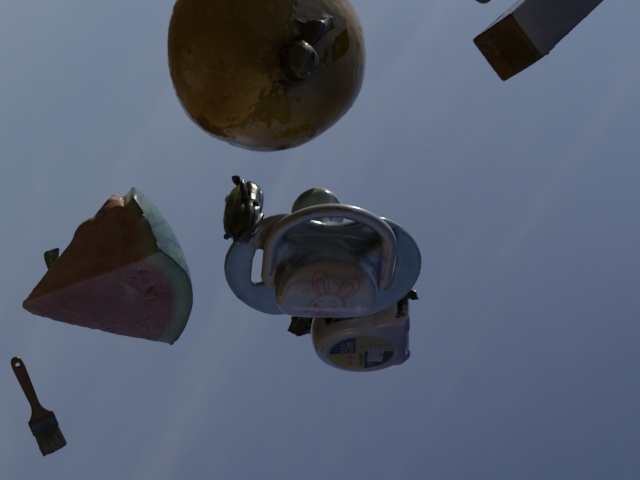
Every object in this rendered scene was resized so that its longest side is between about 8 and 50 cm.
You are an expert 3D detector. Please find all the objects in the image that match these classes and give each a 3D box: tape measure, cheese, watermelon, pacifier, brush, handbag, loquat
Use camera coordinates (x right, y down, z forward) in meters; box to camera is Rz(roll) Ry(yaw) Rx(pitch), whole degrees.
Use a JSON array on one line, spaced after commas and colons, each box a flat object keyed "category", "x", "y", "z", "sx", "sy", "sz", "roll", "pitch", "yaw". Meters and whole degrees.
[{"category": "tape measure", "x": 0.072, "y": 0.149, "z": 1.940, "sx": 0.196, "sy": 0.178, "sz": 0.105, "roll": 94, "pitch": -4, "yaw": -56}, {"category": "cheese", "x": -0.531, "y": 0.078, "z": 2.230, "sx": 0.067, "sy": 0.026, "sz": 0.120, "roll": -14, "pitch": -97, "yaw": 44}, {"category": "watermelon", "x": -0.342, "y": 0.072, "z": 1.977, "sx": 0.292, "sy": 0.250, "sz": 0.283, "roll": -55, "pitch": 178, "yaw": -19}, {"category": "pacifier", "x": 0.000, "y": 0.000, "z": 1.641, "sx": 0.225, "sy": 0.287, "sz": 0.238, "roll": -101, "pitch": -168, "yaw": -48}, {"category": "brush", "x": -0.445, "y": 0.256, "z": 1.739, "sx": 0.014, "sy": 0.043, "sz": 0.169, "roll": 18, "pitch": -51, "yaw": 65}, {"category": "handbag", "x": -0.094, "y": -0.033, "z": 1.354, "sx": 0.111, "sy": 0.047, "sz": 0.072, "roll": -90, "pitch": -163, "yaw": -56}, {"category": "loquat", "x": -0.078, "y": -0.297, "z": 1.785, "sx": 0.328, "sy": 0.328, "sz": 0.359, "roll": -68, "pitch": -155, "yaw": 5}]

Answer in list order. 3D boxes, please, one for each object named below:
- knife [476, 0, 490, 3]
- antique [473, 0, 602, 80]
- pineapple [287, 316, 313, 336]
[{"category": "knife", "x": 0.094, "y": -0.274, "z": 0.961, "sx": 0.017, "sy": 0.047, "sz": 0.298, "roll": -45, "pitch": -142, "yaw": 20}, {"category": "antique", "x": 0.370, "y": -0.369, "z": 1.739, "sx": 0.310, "sy": 0.087, "sz": 0.093, "roll": -43, "pitch": -172, "yaw": -33}, {"category": "pineapple", "x": -0.027, "y": 0.108, "z": 2.424, "sx": 0.119, "sy": 0.111, "sz": 0.237, "roll": 118, "pitch": -37, "yaw": -58}]
